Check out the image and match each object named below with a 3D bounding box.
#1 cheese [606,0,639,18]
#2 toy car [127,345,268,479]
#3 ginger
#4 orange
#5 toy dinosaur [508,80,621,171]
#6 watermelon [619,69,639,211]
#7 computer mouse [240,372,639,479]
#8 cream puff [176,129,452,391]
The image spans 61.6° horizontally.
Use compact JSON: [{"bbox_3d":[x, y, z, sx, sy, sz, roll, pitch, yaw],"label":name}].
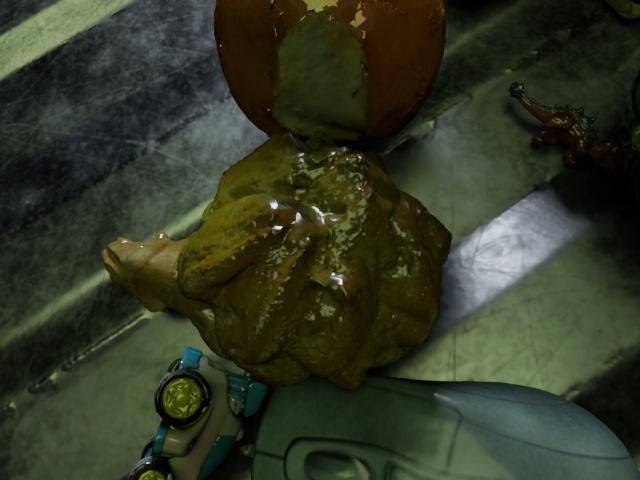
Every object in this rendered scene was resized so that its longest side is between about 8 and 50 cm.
[{"bbox_3d":[0.424,-0.339,0.663,0.163,0.036,0.086,-31,69,-5],"label":"cheese"},{"bbox_3d":[-0.115,0.187,0.504,0.098,0.126,0.161,15,79,-8],"label":"toy car"},{"bbox_3d":[-0.132,0.038,0.570,0.206,0.081,0.115,30,107,6],"label":"ginger"},{"bbox_3d":[0.010,-0.204,0.552,0.240,0.240,0.239,-2,72,5],"label":"orange"},{"bbox_3d":[0.272,-0.127,0.600,0.154,0.049,0.055,42,83,11],"label":"toy dinosaur"},{"bbox_3d":[0.414,-0.098,0.455,0.286,0.285,0.284,-2,72,5],"label":"watermelon"},{"bbox_3d":[0.099,0.212,0.474,0.372,0.122,0.188,4,72,10],"label":"computer mouse"},{"bbox_3d":[-0.002,0.011,0.487,0.196,0.244,0.244,-44,71,19],"label":"cream puff"}]
